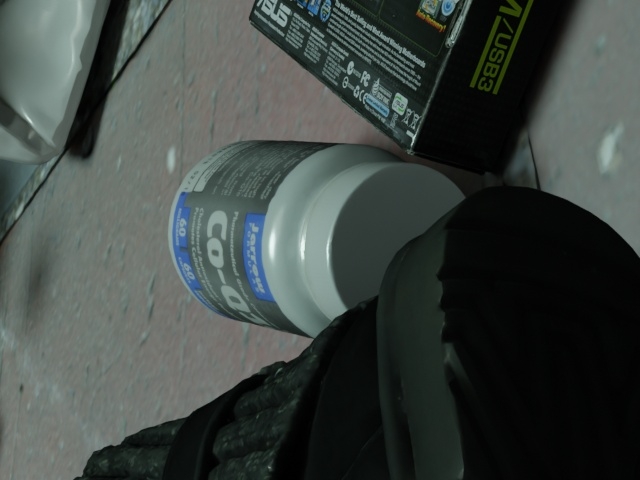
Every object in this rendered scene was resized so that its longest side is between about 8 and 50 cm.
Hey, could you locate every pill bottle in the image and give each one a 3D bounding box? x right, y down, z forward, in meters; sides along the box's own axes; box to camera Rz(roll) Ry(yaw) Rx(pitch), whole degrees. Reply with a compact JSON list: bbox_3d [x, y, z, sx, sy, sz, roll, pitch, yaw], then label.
[{"bbox_3d":[0.000,0.000,0.745,0.137,0.078,0.078,7,85,63],"label":"pill bottle"}]

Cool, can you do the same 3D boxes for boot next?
[{"bbox_3d":[0.006,0.177,0.594,0.260,0.131,0.348,-38,37,42],"label":"boot"}]

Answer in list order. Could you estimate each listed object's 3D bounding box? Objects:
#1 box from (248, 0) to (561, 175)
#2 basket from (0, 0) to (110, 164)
[{"bbox_3d":[0.046,-0.143,0.760,0.184,0.045,0.190,-68,28,12],"label":"box"},{"bbox_3d":[-0.291,-0.243,1.138,0.266,0.331,0.328,16,90,68],"label":"basket"}]
